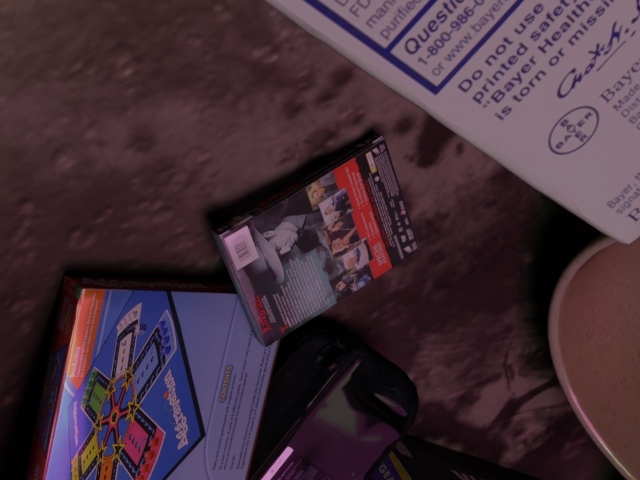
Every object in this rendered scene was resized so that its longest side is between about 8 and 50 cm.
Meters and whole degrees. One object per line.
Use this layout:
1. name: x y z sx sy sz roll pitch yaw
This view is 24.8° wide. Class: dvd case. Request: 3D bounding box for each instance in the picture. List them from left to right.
1. dvd case: 0.000 0.000 0.875 0.119 0.013 0.087 -33 124 -18

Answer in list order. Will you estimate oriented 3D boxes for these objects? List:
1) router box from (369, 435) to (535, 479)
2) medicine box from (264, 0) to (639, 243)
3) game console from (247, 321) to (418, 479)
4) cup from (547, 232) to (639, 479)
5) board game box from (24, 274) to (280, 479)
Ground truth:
1. router box: 0.075 0.289 1.173 0.243 0.081 0.309 -49 139 14
2. medicine box: 0.029 -0.169 0.570 0.149 0.263 0.289 -48 139 12
3. game console: -0.061 0.223 0.991 0.213 0.044 0.361 34 100 -23
4. cup: 0.360 0.050 1.018 0.237 0.331 0.331 -46 147 -32
5. board game box: -0.113 0.159 0.890 0.145 0.027 0.281 3 107 -37
